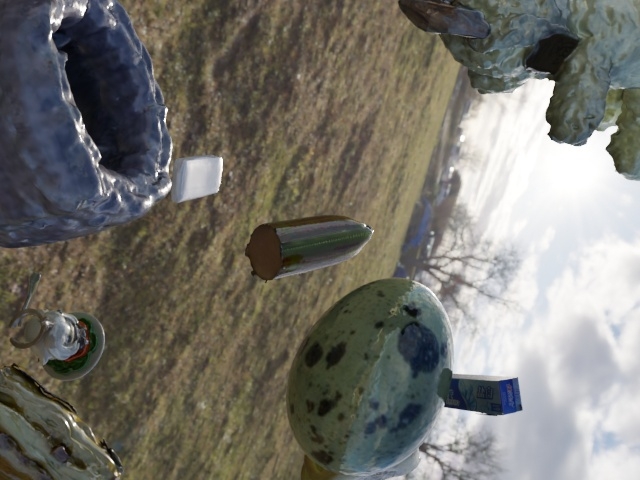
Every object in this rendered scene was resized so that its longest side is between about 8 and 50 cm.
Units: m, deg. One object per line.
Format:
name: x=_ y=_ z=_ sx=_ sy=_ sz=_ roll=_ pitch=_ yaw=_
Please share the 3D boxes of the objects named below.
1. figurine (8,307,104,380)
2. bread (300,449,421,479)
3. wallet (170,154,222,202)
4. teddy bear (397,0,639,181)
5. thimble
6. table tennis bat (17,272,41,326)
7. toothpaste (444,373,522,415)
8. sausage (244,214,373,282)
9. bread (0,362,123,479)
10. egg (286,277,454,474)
figurine: x=-0.467 y=0.168 z=1.112 sx=0.153 sy=0.132 sz=0.132 roll=62 pitch=43 yaw=-65
bread: x=0.089 y=0.544 z=1.627 sx=0.333 sy=0.333 sz=0.160 roll=95 pitch=-21 yaw=-52
wallet: x=-0.265 y=-0.138 z=1.393 sx=0.190 sy=0.033 sz=0.095 roll=-32 pitch=135 yaw=-67
teddy bear: x=0.293 y=-0.237 z=0.916 sx=0.375 sy=0.362 sz=0.327 roll=73 pitch=4 yaw=-50
thimble: x=-0.155 y=-0.071 z=0.363 sx=0.150 sy=0.098 sz=0.150 roll=-10 pitch=90 yaw=-78
table tennis bat: x=-0.738 y=0.140 z=1.643 sx=0.246 sy=0.022 sz=0.138 roll=-43 pitch=-148 yaw=54
toothpaste: x=0.280 y=0.296 z=1.260 sx=0.272 sy=0.053 sz=0.066 roll=160 pitch=-76 yaw=-64
sausage: x=0.001 y=-0.001 z=1.395 sx=0.317 sy=0.117 sz=0.125 roll=-13 pitch=159 yaw=-38
bread: x=-0.461 y=0.309 z=0.913 sx=0.324 sy=0.277 sz=0.167 roll=-38 pitch=-165 yaw=25
egg: x=0.096 y=0.248 z=1.194 sx=0.379 sy=0.288 sz=0.287 roll=-60 pitch=174 yaw=5
